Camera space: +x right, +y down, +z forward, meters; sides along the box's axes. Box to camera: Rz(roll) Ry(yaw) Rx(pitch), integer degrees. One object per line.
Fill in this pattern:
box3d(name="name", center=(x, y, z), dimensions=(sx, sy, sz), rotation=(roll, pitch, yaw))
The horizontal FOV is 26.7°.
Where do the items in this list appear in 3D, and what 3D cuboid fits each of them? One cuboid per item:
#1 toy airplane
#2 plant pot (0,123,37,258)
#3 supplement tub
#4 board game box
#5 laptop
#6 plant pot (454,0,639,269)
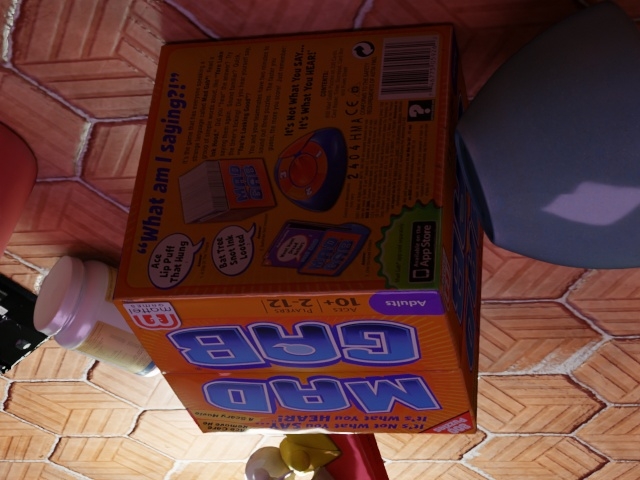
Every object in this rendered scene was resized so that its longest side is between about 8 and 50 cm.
box3d(name="toy airplane", center=(0.012, 0.384, 2.231), dimensions=(0.272, 0.384, 0.386), rotation=(-16, 146, 15))
box3d(name="plant pot", center=(-0.536, -0.020, 1.792), dimensions=(0.275, 0.243, 0.275), rotation=(4, 148, 3))
box3d(name="supplement tub", center=(-0.324, 0.115, 2.073), dimensions=(0.200, 0.144, 0.144), rotation=(25, 144, -28))
box3d(name="board game box", center=(0.000, 0.000, 1.621), dimensions=(0.356, 0.356, 0.356), rotation=(-2, 148, 13))
box3d(name="laptop", center=(-0.596, 0.114, 2.245), dimensions=(0.264, 0.136, 0.234), rotation=(-38, 134, 15))
box3d(name="plant pot", center=(0.257, -0.088, 1.448), dimensions=(0.195, 0.290, 0.290), rotation=(-19, 146, 0))
